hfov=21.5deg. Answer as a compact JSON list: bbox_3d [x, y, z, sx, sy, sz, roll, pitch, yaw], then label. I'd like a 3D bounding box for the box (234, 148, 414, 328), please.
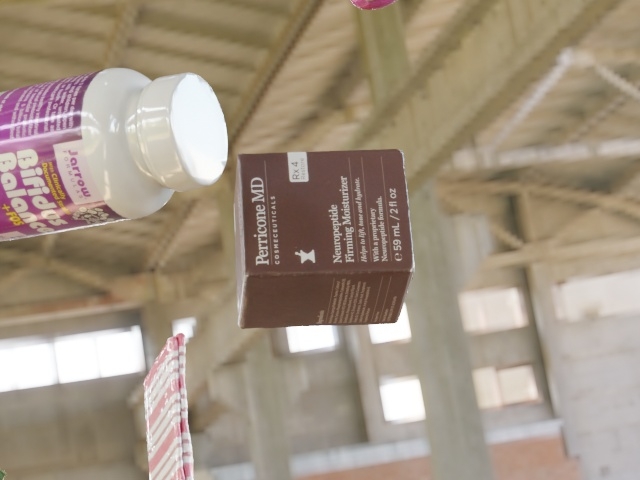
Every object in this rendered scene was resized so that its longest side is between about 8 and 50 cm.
[{"bbox_3d":[0.000,0.000,2.057,0.203,0.168,0.167,-2,-25,-6],"label":"box"}]

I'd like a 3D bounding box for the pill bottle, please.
[{"bbox_3d":[-0.263,-0.099,1.876,0.301,0.169,0.169,-9,-11,26],"label":"pill bottle"}]

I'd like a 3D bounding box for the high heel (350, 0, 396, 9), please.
[{"bbox_3d":[0.067,-0.260,1.652,0.082,0.244,0.117,17,-50,2],"label":"high heel"}]

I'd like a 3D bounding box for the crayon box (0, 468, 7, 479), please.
[{"bbox_3d":[-0.545,0.246,2.062,0.081,0.318,0.202,-54,0,-32],"label":"crayon box"}]

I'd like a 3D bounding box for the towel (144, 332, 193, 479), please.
[{"bbox_3d":[-0.173,0.222,1.967,0.029,0.197,0.144,2,-25,-18],"label":"towel"}]
